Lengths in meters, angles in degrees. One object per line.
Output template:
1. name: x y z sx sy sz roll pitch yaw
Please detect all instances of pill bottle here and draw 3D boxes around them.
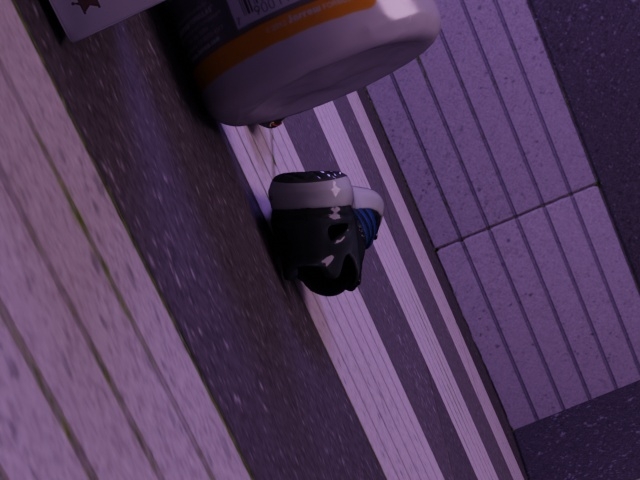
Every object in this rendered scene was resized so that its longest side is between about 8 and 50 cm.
1. pill bottle: -0.044 -0.226 1.027 0.162 0.162 0.278 21 47 -82

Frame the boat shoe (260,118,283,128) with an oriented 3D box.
1. boat shoe: -0.041 -0.118 1.271 0.049 0.042 0.133 41 10 -9

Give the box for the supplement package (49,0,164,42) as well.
1. supplement package: -0.081 -0.224 0.746 0.203 0.149 0.194 -99 165 -71

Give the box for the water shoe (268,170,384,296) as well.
1. water shoe: 0.000 0.000 1.142 0.203 0.072 0.080 20 69 -77
